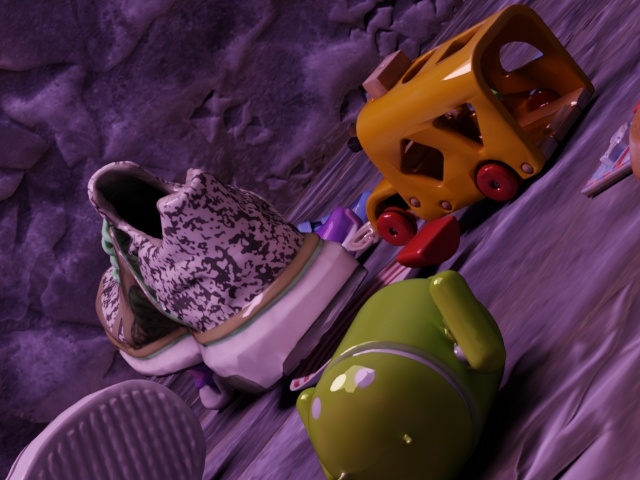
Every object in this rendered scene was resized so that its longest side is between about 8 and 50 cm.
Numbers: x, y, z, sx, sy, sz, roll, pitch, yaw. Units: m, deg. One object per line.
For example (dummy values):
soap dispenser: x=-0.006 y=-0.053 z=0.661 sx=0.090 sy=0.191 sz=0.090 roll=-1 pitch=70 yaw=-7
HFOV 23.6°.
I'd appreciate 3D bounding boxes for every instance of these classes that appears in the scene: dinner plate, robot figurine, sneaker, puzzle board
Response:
dinner plate: x=0.031 y=0.053 z=1.042 sx=0.141 sy=0.017 sz=0.141 roll=-48 pitch=5 yaw=6
robot figurine: x=0.036 y=0.059 z=0.614 sx=0.101 sy=0.067 sz=0.115 roll=-40 pitch=8 yaw=32
sneaker: x=-0.200 y=0.229 z=1.059 sx=0.127 sy=0.126 sz=0.321 roll=-36 pitch=13 yaw=44
sneaker: x=-0.113 y=0.001 z=1.226 sx=0.158 sy=0.182 sz=0.410 roll=-46 pitch=16 yaw=-20
puzzle board: x=0.184 y=-0.082 z=0.758 sx=0.128 sy=0.011 sz=0.096 roll=-52 pitch=5 yaw=-27
sneaker: x=-0.060 y=0.047 z=1.404 sx=0.236 sy=0.104 sz=0.095 roll=-46 pitch=4 yaw=20
sneaker: x=0.000 y=0.000 z=1.510 sx=0.144 sy=0.059 sz=0.053 roll=-47 pitch=2 yaw=3

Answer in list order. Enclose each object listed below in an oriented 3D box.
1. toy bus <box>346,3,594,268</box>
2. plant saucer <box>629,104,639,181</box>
toy bus: x=0.076 y=-0.077 z=1.010 sx=0.202 sy=0.104 sz=0.191 roll=-39 pitch=13 yaw=3
plant saucer: x=0.163 y=-0.063 z=0.678 sx=0.083 sy=0.015 sz=0.083 roll=-49 pitch=13 yaw=16
